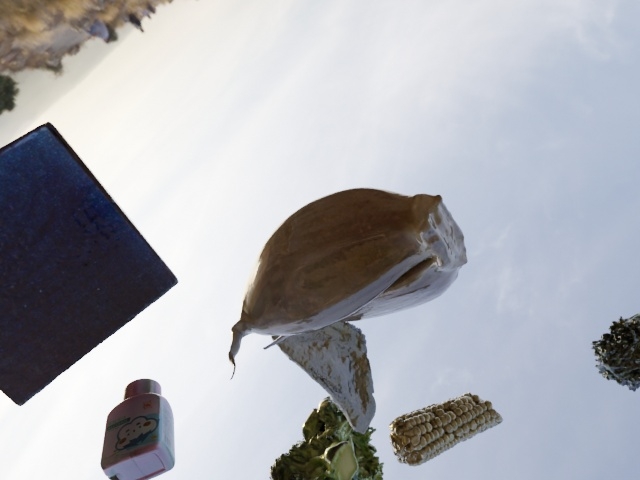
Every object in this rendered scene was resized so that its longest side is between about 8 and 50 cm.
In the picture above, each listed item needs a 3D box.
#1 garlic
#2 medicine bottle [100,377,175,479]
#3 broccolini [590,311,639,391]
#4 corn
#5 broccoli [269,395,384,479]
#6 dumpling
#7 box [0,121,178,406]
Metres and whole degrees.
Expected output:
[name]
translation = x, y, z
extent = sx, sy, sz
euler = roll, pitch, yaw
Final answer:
[garlic]
translation = 0.035, 0.071, 0.649
extent = 0.339, 0.232, 0.246
euler = -35, -146, 0
[medicine bottle]
translation = -0.361, 0.375, 0.867
extent = 0.119, 0.095, 0.188
euler = -18, -147, -9
[broccolini]
translation = 0.496, 0.071, 0.569
extent = 0.391, 0.079, 0.074
euler = -24, 173, -21
[corn]
translation = 0.219, 0.324, 0.768
extent = 0.210, 0.087, 0.087
euler = -19, -150, -15
[broccoli]
translation = 0.027, 0.647, 1.209
extent = 0.338, 0.277, 0.317
euler = -48, 173, -3
[dumpling]
translation = 0.022, 0.257, 0.949
extent = 0.086, 0.332, 0.166
euler = -16, -154, 49
[box]
translation = -0.395, 0.028, 0.610
extent = 0.261, 0.279, 0.116
euler = -39, -162, -16
